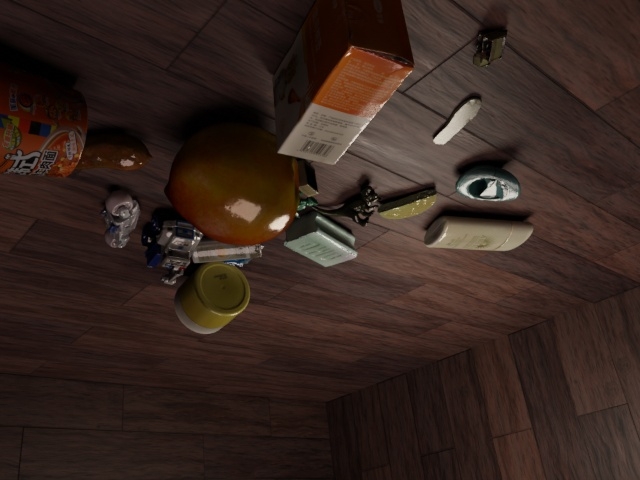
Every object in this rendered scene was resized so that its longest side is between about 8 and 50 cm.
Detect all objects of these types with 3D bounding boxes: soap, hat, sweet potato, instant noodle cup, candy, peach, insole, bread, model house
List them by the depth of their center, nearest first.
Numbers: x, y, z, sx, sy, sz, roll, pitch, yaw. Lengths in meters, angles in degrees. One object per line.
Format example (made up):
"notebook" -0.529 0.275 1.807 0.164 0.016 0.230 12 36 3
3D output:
"instant noodle cup" -0.622 -0.243 1.296 0.192 0.250 0.250 9 150 -44
"model house" 0.381 -0.427 1.379 0.058 0.057 0.083 -26 138 -20
"sweet potato" -0.561 -0.214 1.514 0.292 0.097 0.097 0 153 4
"peach" -0.215 -0.138 1.522 0.333 0.307 0.307 0 152 -6
"insole" 0.360 -0.312 1.628 0.063 0.010 0.192 7 150 -23
"hat" 0.504 -0.177 1.861 0.191 0.077 0.138 10 145 7
"bread" 0.283 -0.110 1.973 0.193 0.036 0.112 -18 156 12
"soap" 0.000 0.000 2.049 0.150 0.094 0.261 -23 149 27
"candy" -0.265 0.049 2.141 0.088 0.038 0.136 16 136 -42

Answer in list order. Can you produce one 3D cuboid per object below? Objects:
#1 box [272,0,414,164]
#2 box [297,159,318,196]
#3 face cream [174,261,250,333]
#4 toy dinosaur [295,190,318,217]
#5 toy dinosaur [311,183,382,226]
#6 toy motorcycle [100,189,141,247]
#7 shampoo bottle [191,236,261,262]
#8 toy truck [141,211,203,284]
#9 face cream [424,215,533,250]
"box" 0.033 -0.343 1.257 0.144 0.224 0.341 9 149 -26
"box" -0.040 -0.174 1.717 0.035 0.083 0.079 -16 160 20
"face cream" -0.385 0.200 2.202 0.218 0.218 0.179 12 146 -32
"toy dinosaur" -0.116 -0.140 1.770 0.153 0.094 0.259 -24 140 23
"toy dinosaur" 0.091 -0.131 1.907 0.179 0.087 0.187 34 126 -1
"toy motorcycle" -0.576 -0.063 1.803 0.113 0.112 0.254 2 150 -18
"shampoo bottle" -0.310 0.025 2.048 0.228 0.056 0.086 -4 121 -5
"toy truck" -0.454 0.024 1.895 0.161 0.176 0.213 12 148 -30
"face cream" 0.549 -0.021 2.156 0.349 0.081 0.173 4 151 -20
